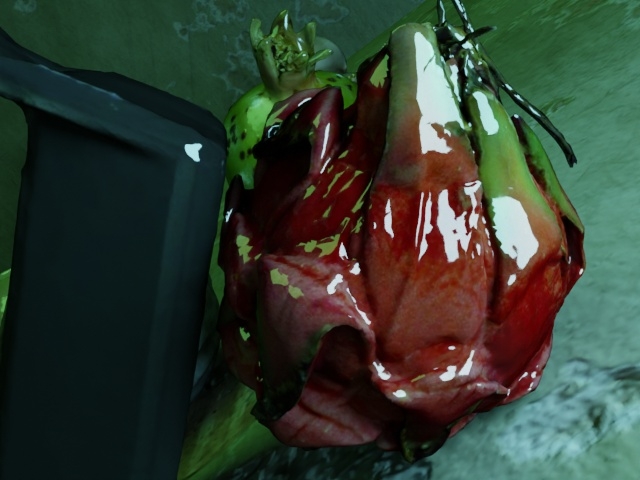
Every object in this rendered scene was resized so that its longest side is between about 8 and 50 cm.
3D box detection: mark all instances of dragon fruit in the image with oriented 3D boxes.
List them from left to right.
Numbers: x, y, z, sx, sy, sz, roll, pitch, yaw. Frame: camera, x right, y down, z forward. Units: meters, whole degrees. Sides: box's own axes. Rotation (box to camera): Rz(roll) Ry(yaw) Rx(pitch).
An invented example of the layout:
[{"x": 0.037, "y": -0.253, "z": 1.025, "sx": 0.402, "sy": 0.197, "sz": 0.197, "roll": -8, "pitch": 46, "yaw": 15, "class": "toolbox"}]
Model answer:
[{"x": 0.043, "y": -0.001, "z": 0.476, "sx": 0.234, "sy": 0.234, "sz": 0.293, "roll": -46, "pitch": -22, "yaw": -32, "class": "dragon fruit"}]

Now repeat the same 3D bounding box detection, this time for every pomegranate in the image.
[{"x": -0.012, "y": -0.159, "z": 1.132, "sx": 0.231, "sy": 0.231, "sz": 0.285, "roll": -57, "pitch": -10, "yaw": -54, "class": "pomegranate"}]

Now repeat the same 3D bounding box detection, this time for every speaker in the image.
[{"x": -0.172, "y": 0.050, "z": 0.567, "sx": 0.180, "sy": 0.184, "sz": 0.388, "roll": -115, "pitch": 33, "yaw": -76, "class": "speaker"}]

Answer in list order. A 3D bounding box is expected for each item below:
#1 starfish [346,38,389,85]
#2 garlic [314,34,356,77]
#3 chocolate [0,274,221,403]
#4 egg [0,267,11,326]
[{"x": 0.049, "y": -0.247, "z": 1.307, "sx": 0.327, "sy": 0.094, "sz": 0.375, "roll": -2, "pitch": 0, "yaw": 36, "class": "starfish"}, {"x": -0.025, "y": -0.255, "z": 1.526, "sx": 0.246, "sy": 0.231, "sz": 0.340, "roll": -30, "pitch": 10, "yaw": 19, "class": "garlic"}, {"x": -0.221, "y": 0.099, "z": 0.897, "sx": 0.303, "sy": 0.213, "sz": 0.303, "roll": -38, "pitch": 44, "yaw": 51, "class": "chocolate"}, {"x": -0.384, "y": 0.134, "z": 1.171, "sx": 0.219, "sy": 0.219, "sz": 0.269, "roll": -41, "pitch": 27, "yaw": -11, "class": "egg"}]
